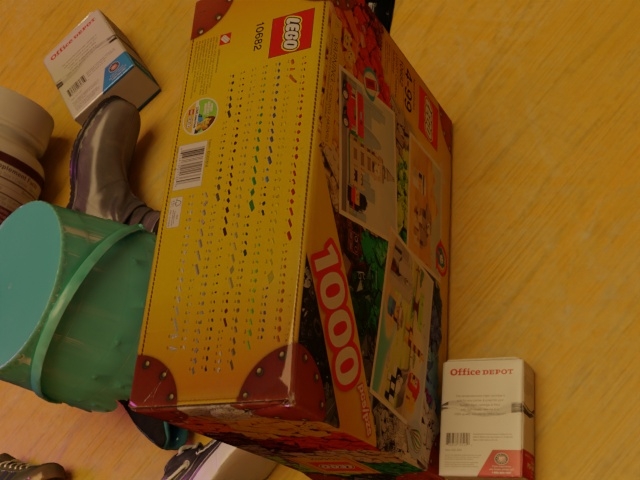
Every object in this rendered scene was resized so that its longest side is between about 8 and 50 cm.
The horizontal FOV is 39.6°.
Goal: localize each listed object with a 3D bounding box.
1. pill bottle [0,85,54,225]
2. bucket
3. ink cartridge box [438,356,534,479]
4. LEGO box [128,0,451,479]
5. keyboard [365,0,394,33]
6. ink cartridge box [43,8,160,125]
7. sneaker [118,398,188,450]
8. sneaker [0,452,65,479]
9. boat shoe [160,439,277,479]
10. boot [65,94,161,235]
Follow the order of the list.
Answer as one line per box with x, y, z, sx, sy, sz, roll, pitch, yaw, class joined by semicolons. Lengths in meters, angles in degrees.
-0.620;-0.066;1.552;0.224;0.224;0.392;3;68;32;pill bottle
-0.347;0.087;1.220;0.281;0.183;0.281;-21;58;38;bucket
0.194;0.209;1.026;0.099;0.056;0.135;-6;64;28;ink cartridge box
0.000;0.000;1.049;0.193;0.372;0.500;-8;63;28;LEGO box
0.065;-0.353;1.407;0.100;0.038;0.192;7;68;9;keyboard
-0.402;-0.304;1.624;0.148;0.086;0.203;-41;52;7;ink cartridge box
-0.143;0.141;1.235;0.341;0.125;0.139;-51;54;13;sneaker
-0.473;0.359;1.351;0.192;0.064;0.086;-31;59;19;sneaker
-0.158;0.313;1.165;0.301;0.108;0.102;-52;53;8;boat shoe
-0.311;-0.060;1.447;0.223;0.118;0.338;15;86;33;boot
